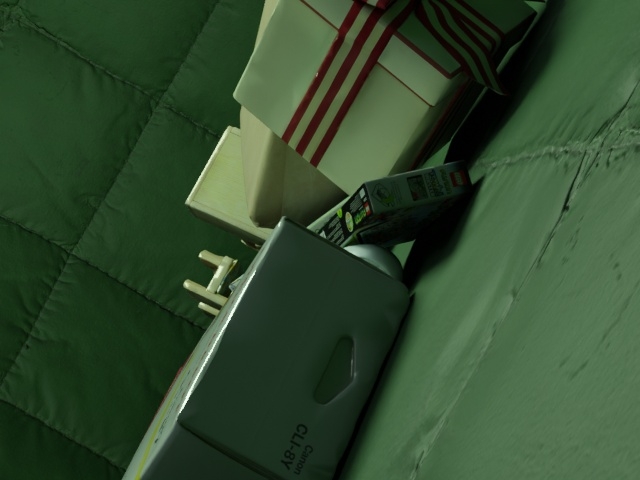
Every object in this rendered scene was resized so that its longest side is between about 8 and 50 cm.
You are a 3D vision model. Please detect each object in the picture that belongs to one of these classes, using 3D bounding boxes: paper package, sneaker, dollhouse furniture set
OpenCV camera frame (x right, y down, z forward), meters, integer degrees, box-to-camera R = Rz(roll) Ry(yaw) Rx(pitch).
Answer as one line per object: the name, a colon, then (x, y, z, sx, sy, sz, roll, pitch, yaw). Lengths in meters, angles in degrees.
paper package: (-0.010, -0.229, 2.006, 0.309, 0.168, 0.325, -100, 20, -52)
sneaker: (0.027, 0.056, 1.525, 0.091, 0.094, 0.258, -50, 4, -34)
dollhouse furniture set: (-0.050, -0.019, 2.373, 0.362, 0.256, 0.394, -62, -15, -12)

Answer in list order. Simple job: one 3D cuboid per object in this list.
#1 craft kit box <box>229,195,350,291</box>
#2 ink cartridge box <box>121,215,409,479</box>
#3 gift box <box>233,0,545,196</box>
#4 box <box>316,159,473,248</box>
craft kit box: (0.000, 0.000, 1.801, 0.250, 0.061, 0.246, -37, -1, -10)
ink cartridge box: (-0.085, 0.195, 1.437, 0.385, 0.160, 0.279, -54, 8, 53)
gift box: (0.098, -0.222, 1.570, 0.255, 0.276, 0.258, -46, -10, -47)
box: (0.075, -0.029, 1.444, 0.207, 0.114, 0.036, 133, 123, -70)
